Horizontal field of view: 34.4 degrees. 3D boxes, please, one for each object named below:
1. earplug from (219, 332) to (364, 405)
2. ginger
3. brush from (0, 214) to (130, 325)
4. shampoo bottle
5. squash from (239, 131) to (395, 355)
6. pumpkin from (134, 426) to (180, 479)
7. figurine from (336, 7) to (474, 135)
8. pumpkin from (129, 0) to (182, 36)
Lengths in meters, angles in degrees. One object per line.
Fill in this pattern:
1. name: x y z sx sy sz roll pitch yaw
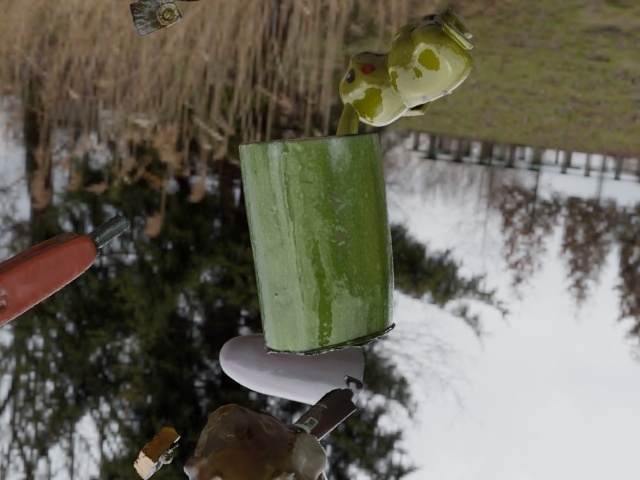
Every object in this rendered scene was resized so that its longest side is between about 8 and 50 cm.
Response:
1. earplug: -0.076 0.278 2.260 0.301 0.172 0.172 13 -173 -17
2. ginger: -0.011 0.372 1.102 0.254 0.418 0.176 -12 174 10
3. brush: -0.377 0.040 1.402 0.051 0.070 0.323 3 -151 40
4. shampoo bottle: 0.013 0.349 2.095 0.068 0.067 0.236 49 -140 7
5. squash: 0.000 0.000 1.888 0.263 0.384 0.263 -6 -173 1
6. pumpkin: -0.295 0.389 1.887 0.054 0.074 0.083 35 -132 6
7. figurine: 0.159 -0.323 2.050 0.327 0.169 0.218 -26 -164 20
8. pumpkin: -0.317 -0.446 2.006 0.101 0.073 0.035 -19 -166 5
